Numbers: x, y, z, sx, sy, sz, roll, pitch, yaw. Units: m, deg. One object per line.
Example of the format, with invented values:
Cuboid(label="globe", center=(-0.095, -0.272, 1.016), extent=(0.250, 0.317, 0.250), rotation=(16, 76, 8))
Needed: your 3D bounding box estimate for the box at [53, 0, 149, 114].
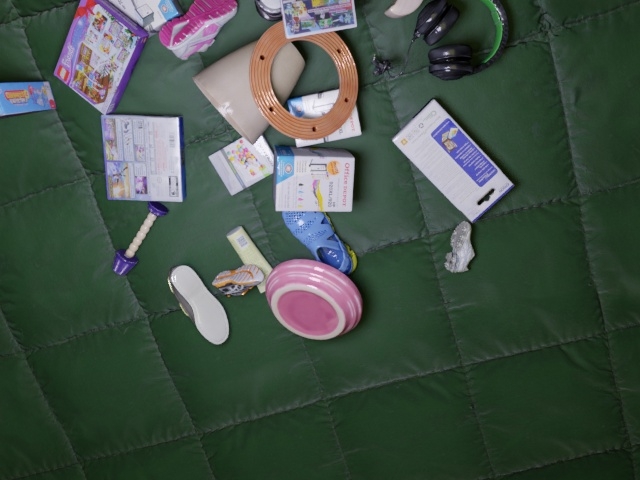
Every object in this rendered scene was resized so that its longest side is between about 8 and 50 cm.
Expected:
Cuboid(label="box", center=(-0.649, -0.547, 1.763), extent=(0.201, 0.057, 0.293), rotation=(39, 124, -3))

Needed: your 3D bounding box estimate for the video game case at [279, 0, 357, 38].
Cuboid(label="video game case", center=(-0.010, -0.641, 1.571), extent=(0.201, 0.023, 0.184), rotation=(-15, 110, -15))

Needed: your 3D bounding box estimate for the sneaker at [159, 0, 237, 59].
Cuboid(label="sneaker", center=(-0.350, -0.628, 1.761), extent=(0.252, 0.111, 0.103), rotation=(-35, 73, -6))

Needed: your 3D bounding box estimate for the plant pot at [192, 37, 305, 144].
Cuboid(label="plant pot", center=(-0.186, -0.466, 1.740), extent=(0.274, 0.256, 0.256), rotation=(-44, 101, -2))

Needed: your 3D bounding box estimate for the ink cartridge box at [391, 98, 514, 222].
Cuboid(label="ink cartridge box", center=(0.408, -0.245, 1.853), extent=(0.371, 0.069, 0.175), rotation=(44, 104, -8))

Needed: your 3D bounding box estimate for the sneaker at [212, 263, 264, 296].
Cuboid(label="sneaker", center=(-0.260, 0.138, 1.976), extent=(0.214, 0.084, 0.083), rotation=(-9, 125, 41))

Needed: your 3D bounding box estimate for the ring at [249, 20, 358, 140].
Cuboid(label="ring", center=(-0.045, -0.450, 1.680), extent=(0.336, 0.032, 0.337), rotation=(-1, 93, -28))

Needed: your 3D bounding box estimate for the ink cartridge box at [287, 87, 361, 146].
Cuboid(label="ink cartridge box", center=(0.015, -0.378, 1.820), extent=(0.202, 0.086, 0.148), rotation=(-11, 106, 7))

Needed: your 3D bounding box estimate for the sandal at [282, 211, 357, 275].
Cuboid(label="sandal", center=(0.000, 0.000, 1.913), extent=(0.126, 0.138, 0.317), rotation=(-42, 99, 16))

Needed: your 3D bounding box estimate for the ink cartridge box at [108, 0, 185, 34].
Cuboid(label="ink cartridge box", center=(-0.520, -0.680, 1.757), extent=(0.190, 0.082, 0.140), rotation=(-27, 104, 10))

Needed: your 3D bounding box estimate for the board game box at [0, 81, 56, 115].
Cuboid(label="board game box", center=(-0.995, -0.394, 1.752), extent=(0.301, 0.308, 0.086), rotation=(-9, 105, 5))

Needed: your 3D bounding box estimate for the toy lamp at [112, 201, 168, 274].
Cuboid(label="toy lamp", center=(-0.602, -0.005, 1.975), extent=(0.080, 0.080, 0.275), rotation=(34, 103, -7))

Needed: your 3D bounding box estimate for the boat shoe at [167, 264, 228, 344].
Cuboid(label="boat shoe", center=(-0.413, 0.215, 2.025), extent=(0.109, 0.091, 0.305), rotation=(-37, 108, -25))

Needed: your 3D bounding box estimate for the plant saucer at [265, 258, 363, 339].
Cuboid(label="plant saucer", center=(-0.031, 0.208, 1.934), extent=(0.331, 0.084, 0.332), rotation=(11, 132, 13))

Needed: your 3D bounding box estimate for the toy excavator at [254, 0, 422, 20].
Cuboid(label="toy excavator", center=(0.018, -0.752, 1.656), extent=(0.444, 0.222, 0.433), rotation=(-30, 105, 2))

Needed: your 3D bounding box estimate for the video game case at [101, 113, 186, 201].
Cuboid(label="video game case", center=(-0.557, -0.262, 1.899), extent=(0.244, 0.061, 0.270), rotation=(2, 107, 1))

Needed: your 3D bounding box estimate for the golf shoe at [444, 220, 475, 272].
Cuboid(label="golf shoe", center=(0.466, 0.022, 1.943), extent=(0.085, 0.069, 0.176), rotation=(7, 112, -20))

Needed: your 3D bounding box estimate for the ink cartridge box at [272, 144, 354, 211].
Cuboid(label="ink cartridge box", center=(-0.025, -0.189, 1.820), extent=(0.232, 0.168, 0.172), rotation=(0, 108, -8))

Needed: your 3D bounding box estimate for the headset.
Cuboid(label="headset", center=(0.345, -0.574, 1.740), extent=(0.393, 0.185, 0.244), rotation=(-25, 101, -6))

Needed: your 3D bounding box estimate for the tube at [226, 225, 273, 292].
Cuboid(label="tube", center=(-0.224, 0.064, 1.989), extent=(0.062, 0.070, 0.240), rotation=(-43, 111, -29))

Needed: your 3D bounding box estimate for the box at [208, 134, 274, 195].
Cuboid(label="box", center=(-0.238, -0.249, 1.899), extent=(0.186, 0.038, 0.145), rotation=(-27, 105, 10))
